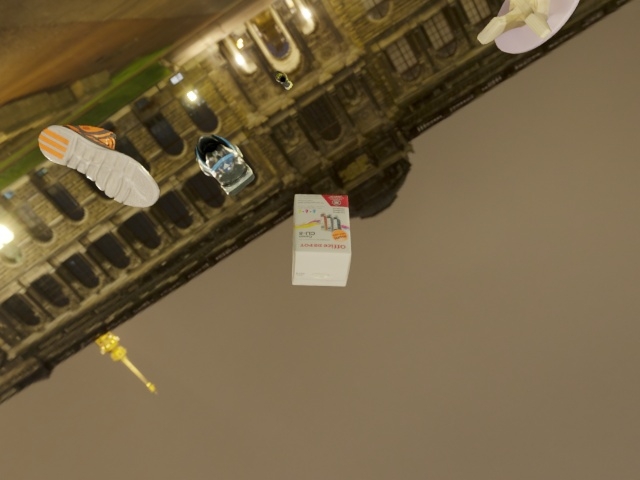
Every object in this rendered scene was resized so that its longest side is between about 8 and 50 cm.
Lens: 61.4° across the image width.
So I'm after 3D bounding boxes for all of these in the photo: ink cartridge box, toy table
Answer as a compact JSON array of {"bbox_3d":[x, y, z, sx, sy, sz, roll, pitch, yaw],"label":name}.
[{"bbox_3d":[0.000,0.000,1.238,0.128,0.127,0.176,1,-129,-4],"label":"ink cartridge box"},{"bbox_3d":[0.557,-0.637,1.456,0.161,0.252,0.274,-14,143,-46],"label":"toy table"}]

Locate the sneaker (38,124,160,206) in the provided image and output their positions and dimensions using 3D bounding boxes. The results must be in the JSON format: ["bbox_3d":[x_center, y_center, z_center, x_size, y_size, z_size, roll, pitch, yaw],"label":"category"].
[{"bbox_3d":[-0.547,-0.216,1.416,0.125,0.321,0.180,-53,-170,18],"label":"sneaker"}]

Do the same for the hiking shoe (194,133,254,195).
[{"bbox_3d":[-0.264,-0.228,1.380,0.113,0.132,0.304,-40,-144,-9],"label":"hiking shoe"}]

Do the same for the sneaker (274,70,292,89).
[{"bbox_3d":[-0.115,-0.487,1.614,0.031,0.035,0.083,-45,-119,5],"label":"sneaker"}]
